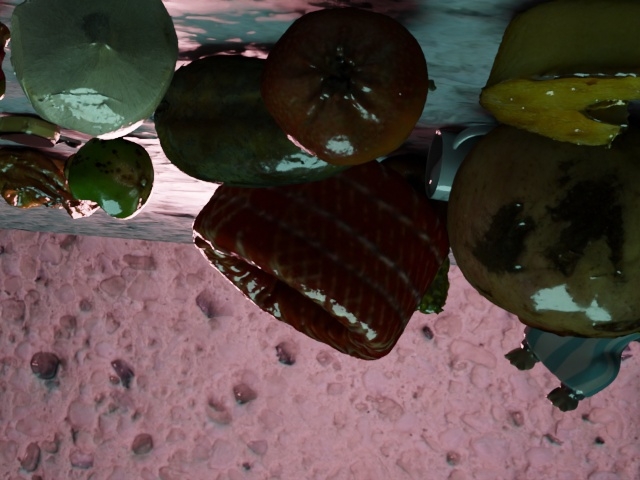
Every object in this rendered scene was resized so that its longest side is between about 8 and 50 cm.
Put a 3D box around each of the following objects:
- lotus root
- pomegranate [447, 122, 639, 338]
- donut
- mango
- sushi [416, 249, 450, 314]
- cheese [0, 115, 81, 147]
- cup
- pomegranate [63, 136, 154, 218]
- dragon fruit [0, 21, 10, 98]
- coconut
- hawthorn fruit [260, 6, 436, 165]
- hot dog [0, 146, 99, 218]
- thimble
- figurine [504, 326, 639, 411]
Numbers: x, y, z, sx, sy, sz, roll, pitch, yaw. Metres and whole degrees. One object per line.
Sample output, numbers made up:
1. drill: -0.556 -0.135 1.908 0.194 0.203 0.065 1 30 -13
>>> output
1. lotus root: -0.066 -0.135 1.437 0.275 0.152 0.160 5 -177 28
2. pomegranate: 0.318 -0.019 1.558 0.322 0.322 0.322 7 174 1
3. donut: 0.226 -0.156 1.150 0.152 0.101 0.259 7 175 -1
4. mango: 0.149 -0.074 1.970 0.133 0.111 0.267 -5 165 22
5. sushi: 0.062 0.011 2.289 0.351 0.240 0.396 4 177 10
6. cheese: -0.452 -0.174 2.055 0.086 0.036 0.162 0 172 29
7. cup: 0.220 -0.099 1.715 0.133 0.099 0.136 8 175 -8
8. pomegranate: -0.360 -0.121 2.096 0.169 0.143 0.122 34 142 22
9. dragon fruit: -0.410 -0.202 1.352 0.150 0.133 0.208 40 175 -28
10. coconut: -0.216 -0.178 1.188 0.161 0.161 0.162 7 171 -4
11. hawthorn fruit: 0.044 -0.159 1.264 0.165 0.165 0.285 5 -169 15
12. hot dog: -0.524 -0.104 2.435 0.175 0.114 0.259 5 174 22
13. thimble: 0.000 0.000 1.807 0.350 0.230 0.350 31 164 10
14. figurine: 0.541 0.107 2.149 0.266 0.361 0.378 46 -161 26
